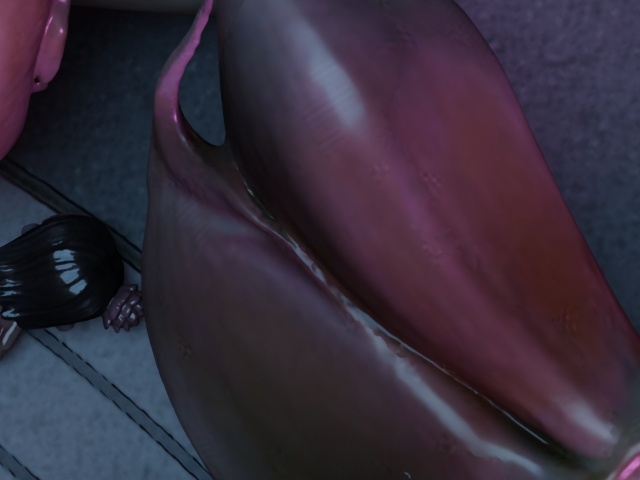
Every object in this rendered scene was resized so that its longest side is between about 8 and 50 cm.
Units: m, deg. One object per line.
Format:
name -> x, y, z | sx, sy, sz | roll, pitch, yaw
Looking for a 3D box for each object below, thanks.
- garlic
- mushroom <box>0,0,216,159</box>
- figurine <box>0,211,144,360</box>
garlic -> 0.000, 0.000, 0.884 | 0.231, 0.246, 0.340 | -34, 111, 9
mushroom -> -0.147, -0.175, 0.942 | 0.336, 0.314, 0.314 | 0, 83, -10
figurine -> -0.161, 0.032, 1.012 | 0.129, 0.054, 0.072 | -21, 84, 10
